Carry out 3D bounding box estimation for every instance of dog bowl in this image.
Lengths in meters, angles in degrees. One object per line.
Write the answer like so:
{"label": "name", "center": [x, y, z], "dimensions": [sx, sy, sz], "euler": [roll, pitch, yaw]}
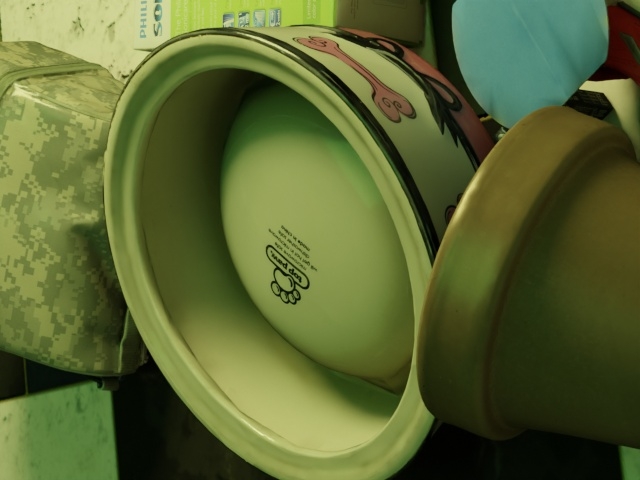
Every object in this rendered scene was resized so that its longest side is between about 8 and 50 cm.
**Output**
{"label": "dog bowl", "center": [0.000, 0.000, 1.631], "dimensions": [0.408, 0.150, 0.408], "euler": [23, 125, 38]}

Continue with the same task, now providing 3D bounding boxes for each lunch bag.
{"label": "lunch bag", "center": [-0.267, -0.027, 1.939], "dimensions": [0.256, 0.212, 0.305], "euler": [23, 107, 27]}

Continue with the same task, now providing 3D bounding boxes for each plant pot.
{"label": "plant pot", "center": [0.232, 0.056, 1.427], "dimensions": [0.229, 0.263, 0.263], "euler": [23, 104, 24]}

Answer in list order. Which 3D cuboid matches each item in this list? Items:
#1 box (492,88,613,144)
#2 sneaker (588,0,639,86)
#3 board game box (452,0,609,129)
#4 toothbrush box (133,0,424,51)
{"label": "box", "center": [0.190, -0.096, 1.565], "dimensions": [0.067, 0.083, 0.018], "euler": [-49, 56, 32]}
{"label": "sneaker", "center": [0.221, -0.186, 1.529], "dimensions": [0.279, 0.107, 0.118], "euler": [50, 126, 36]}
{"label": "board game box", "center": [0.174, -0.166, 1.502], "dimensions": [0.169, 0.033, 0.133], "euler": [-49, 62, 45]}
{"label": "toothbrush box", "center": [-0.041, -0.280, 1.786], "dimensions": [0.283, 0.122, 0.206], "euler": [1, 89, 45]}
